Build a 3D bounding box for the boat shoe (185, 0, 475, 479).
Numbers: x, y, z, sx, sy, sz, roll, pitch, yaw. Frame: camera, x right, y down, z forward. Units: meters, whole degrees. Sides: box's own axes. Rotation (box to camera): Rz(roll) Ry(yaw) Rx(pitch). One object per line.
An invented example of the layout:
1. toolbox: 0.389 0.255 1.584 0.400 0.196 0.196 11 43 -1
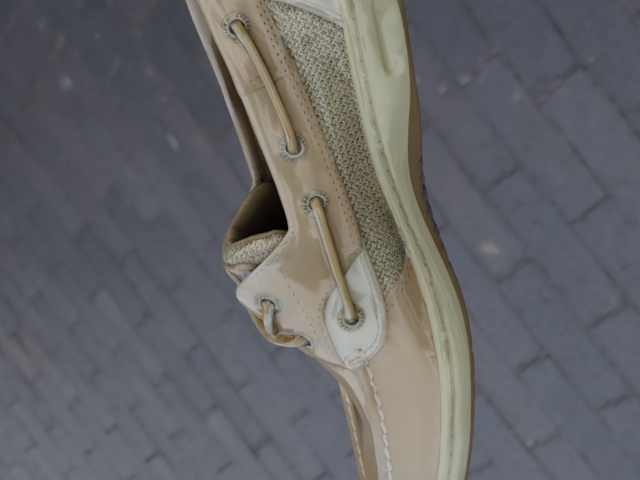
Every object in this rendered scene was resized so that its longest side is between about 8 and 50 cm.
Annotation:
1. boat shoe: 0.000 0.000 0.898 0.121 0.110 0.341 -138 34 -68
